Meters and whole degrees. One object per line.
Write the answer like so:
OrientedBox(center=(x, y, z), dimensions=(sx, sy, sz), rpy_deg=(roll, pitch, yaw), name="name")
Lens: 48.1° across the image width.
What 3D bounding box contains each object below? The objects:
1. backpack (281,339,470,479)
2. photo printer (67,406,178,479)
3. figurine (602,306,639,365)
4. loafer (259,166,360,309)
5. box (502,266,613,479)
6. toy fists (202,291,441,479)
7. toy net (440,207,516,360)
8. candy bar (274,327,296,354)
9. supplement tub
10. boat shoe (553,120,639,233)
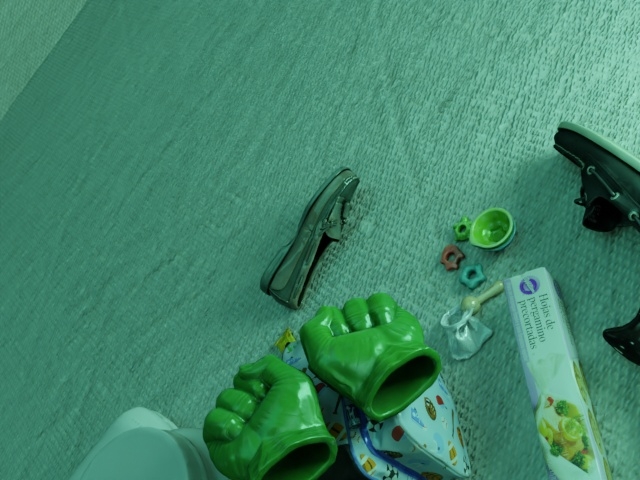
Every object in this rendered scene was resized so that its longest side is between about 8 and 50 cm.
OrientedBox(center=(0.058, 0.230, 0.952), dimensions=(0.213, 0.276, 0.263), rpy_deg=(-32, 42, 12), name="backpack")
OrientedBox(center=(-0.328, 0.453, 1.205), dimensions=(0.307, 0.107, 0.256), rpy_deg=(-51, 45, 0), name="photo printer")
OrientedBox(center=(0.468, 0.114, 0.822), dimensions=(0.215, 0.092, 0.209), rpy_deg=(-41, 42, 9), name="figurine")
OrientedBox(center=(0.000, 0.000, 1.261), dimensions=(0.084, 0.096, 0.267), rpy_deg=(36, 95, 25), name="loafer")
OrientedBox(center=(0.303, 0.190, 0.911), dimensions=(0.063, 0.067, 0.324), rpy_deg=(-22, 51, 25), name="box")
OrientedBox(center=(-0.007, 0.162, 0.809), dimensions=(0.279, 0.096, 0.142), rpy_deg=(-36, 40, -12), name="toy fists")
OrientedBox(center=(0.216, 0.061, 1.072), dimensions=(0.122, 0.045, 0.232), rpy_deg=(6, 68, 39), name="toy net")
OrientedBox(center=(-0.033, 0.208, 1.192), dimensions=(0.040, 0.018, 0.161), rpy_deg=(-48, 46, 8), name="candy bar")
OrientedBox(center=(-0.136, 0.386, 0.941), dimensions=(0.241, 0.331, 0.241), rpy_deg=(-19, 54, 28), name="supplement tub")
OrientedBox(center=(0.399, -0.052, 0.945), dimensions=(0.113, 0.127, 0.340), rpy_deg=(-56, 37, 15), name="boat shoe")
